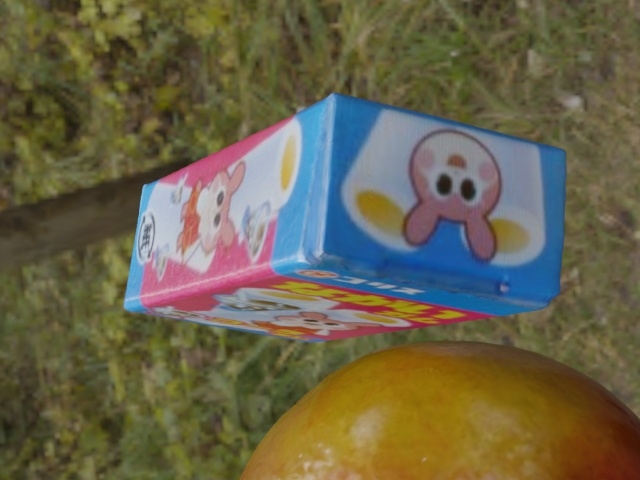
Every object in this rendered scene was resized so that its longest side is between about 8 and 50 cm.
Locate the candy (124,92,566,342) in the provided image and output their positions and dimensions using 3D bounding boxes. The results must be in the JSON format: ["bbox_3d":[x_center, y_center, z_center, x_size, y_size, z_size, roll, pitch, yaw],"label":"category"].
[{"bbox_3d":[0.000,-0.001,0.809,0.306,0.157,0.100,-15,66,63],"label":"candy"}]

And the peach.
[{"bbox_3d":[0.093,0.214,0.849,0.332,0.308,0.308,-22,75,43],"label":"peach"}]
